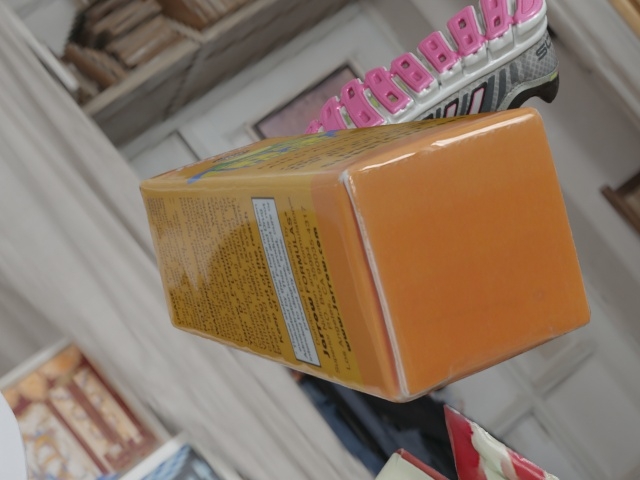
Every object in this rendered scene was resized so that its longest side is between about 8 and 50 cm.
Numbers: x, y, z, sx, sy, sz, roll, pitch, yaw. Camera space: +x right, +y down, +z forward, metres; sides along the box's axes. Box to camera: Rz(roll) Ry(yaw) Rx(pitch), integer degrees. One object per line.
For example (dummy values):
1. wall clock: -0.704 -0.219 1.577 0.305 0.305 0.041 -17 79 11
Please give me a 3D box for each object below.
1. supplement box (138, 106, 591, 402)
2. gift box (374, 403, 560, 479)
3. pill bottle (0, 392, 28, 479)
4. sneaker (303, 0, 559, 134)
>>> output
1. supplement box: 0.000 0.000 0.465 0.078 0.080 0.233 -20 8 -23
2. gift box: 0.028 0.230 0.393 0.258 0.276 0.255 -46 -9 -45
3. pill bottle: -0.350 0.204 0.770 0.363 0.210 0.210 -36 -2 40
4. sneaker: 0.066 -0.070 0.686 0.170 0.075 0.063 -34 33 7
